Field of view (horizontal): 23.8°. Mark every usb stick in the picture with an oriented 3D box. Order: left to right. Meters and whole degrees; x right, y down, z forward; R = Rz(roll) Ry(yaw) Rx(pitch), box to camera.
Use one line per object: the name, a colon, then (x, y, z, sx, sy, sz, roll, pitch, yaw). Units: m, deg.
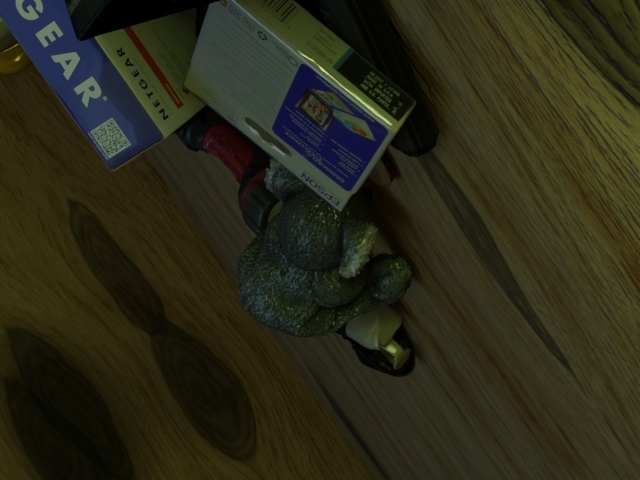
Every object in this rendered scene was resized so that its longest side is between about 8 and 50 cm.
usb stick: (0.033, -0.187, 1.338, 0.077, 0.045, 0.278, 32, 158, 47)

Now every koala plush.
koala plush: (0.000, 0.000, 1.815, 0.196, 0.203, 0.221, 51, 158, 15)

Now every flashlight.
flashlight: (-0.124, -0.113, 2.199, 0.304, 0.103, 0.103, 45, 168, 40)

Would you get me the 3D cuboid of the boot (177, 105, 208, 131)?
boot: (-0.265, -0.356, 1.960, 0.445, 0.146, 0.367, 59, 168, -5)

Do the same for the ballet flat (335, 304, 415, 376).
ballet flat: (0.077, 0.118, 2.131, 0.096, 0.095, 0.280, 36, 173, 31)

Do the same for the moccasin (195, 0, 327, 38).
moccasin: (-0.073, -0.230, 1.485, 0.342, 0.117, 0.138, 53, 171, 4)

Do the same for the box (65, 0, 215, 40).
box: (-0.101, -0.307, 0.916, 0.343, 0.179, 0.312, -174, 67, -77)

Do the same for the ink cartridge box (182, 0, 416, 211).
ink cartridge box: (-0.026, -0.137, 1.395, 0.206, 0.045, 0.208, 39, 156, 2)

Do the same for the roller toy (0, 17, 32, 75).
roller toy: (-0.456, -0.332, 1.990, 0.209, 0.191, 0.146, 20, 174, 0)

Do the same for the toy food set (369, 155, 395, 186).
toy food set: (0.053, -0.095, 1.654, 0.083, 0.020, 0.082, 55, 171, -11)

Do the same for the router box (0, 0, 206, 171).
router box: (-0.215, -0.280, 1.562, 0.335, 0.082, 0.301, 56, -147, -10)
